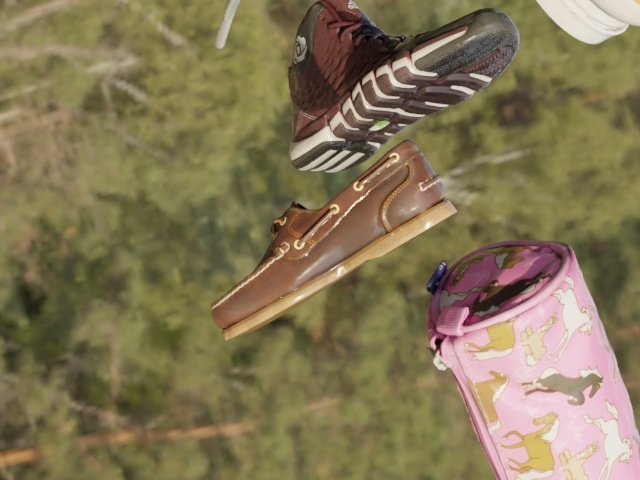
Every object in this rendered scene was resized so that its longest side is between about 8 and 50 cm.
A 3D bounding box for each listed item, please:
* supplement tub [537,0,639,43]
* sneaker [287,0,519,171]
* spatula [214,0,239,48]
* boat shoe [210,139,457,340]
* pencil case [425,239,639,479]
[{"bbox_3d":[0.239,-0.237,1.042,0.144,0.200,0.144,30,43,-33],"label":"supplement tub"},{"bbox_3d":[0.054,-0.188,1.436,0.106,0.281,0.162,7,63,-44],"label":"sneaker"},{"bbox_3d":[-0.032,-0.203,0.927,0.242,0.019,0.168,155,-50,-83],"label":"spatula"},{"bbox_3d":[0.000,0.000,1.157,0.073,0.207,0.073,58,8,-1],"label":"boat shoe"},{"bbox_3d":[0.233,0.186,1.555,0.160,0.167,0.386,-72,142,-54],"label":"pencil case"}]
